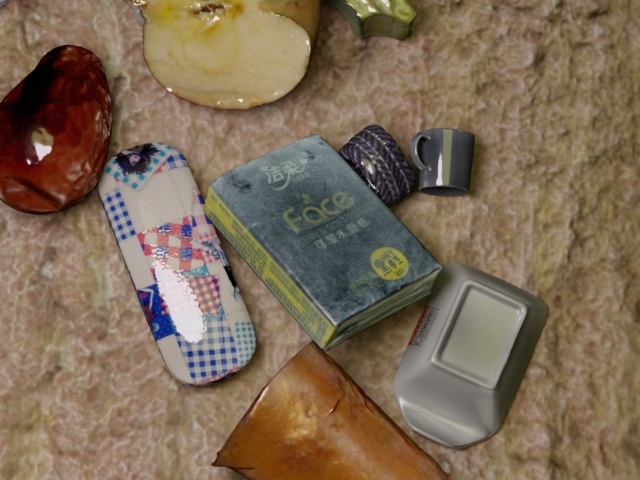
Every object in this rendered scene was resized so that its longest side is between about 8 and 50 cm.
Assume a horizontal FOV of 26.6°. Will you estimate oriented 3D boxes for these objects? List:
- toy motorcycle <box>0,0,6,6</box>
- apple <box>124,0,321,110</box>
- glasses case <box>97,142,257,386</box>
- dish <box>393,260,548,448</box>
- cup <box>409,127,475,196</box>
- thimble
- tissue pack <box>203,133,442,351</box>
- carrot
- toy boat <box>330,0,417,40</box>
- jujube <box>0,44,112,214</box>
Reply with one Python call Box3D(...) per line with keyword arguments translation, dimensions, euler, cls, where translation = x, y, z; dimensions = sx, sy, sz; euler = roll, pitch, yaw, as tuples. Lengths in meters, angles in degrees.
Box3D(translation=(-0.393, -0.384, 1.832), dimensions=(0.228, 0.074, 0.151), euler=(-40, 76, -20), cls="toy motorcycle")
Box3D(translation=(-0.123, -0.332, 1.763), dimensions=(0.251, 0.163, 0.293), euler=(-2, 119, 13), cls="apple")
Box3D(translation=(-0.186, 0.028, 1.739), dimensions=(0.125, 0.076, 0.328), euler=(-21, 78, -6), cls="glasses case")
Box3D(translation=(0.191, 0.149, 1.736), dimensions=(0.154, 0.064, 0.234), euler=(24, 77, 2), cls="dish")
Box3D(translation=(0.156, -0.104, 1.782), dimensions=(0.100, 0.078, 0.077), euler=(12, 77, -38), cls="cup")
Box3D(translation=(0.075, -0.096, 1.773), dimensions=(0.066, 0.095, 0.104), euler=(-37, 81, -12), cls="thimble")
Box3D(translation=(0.000, 0.000, 1.702), dimensions=(0.185, 0.081, 0.257), euler=(-26, 63, -33), cls="tissue pack")
Box3D(translation=(0.027, 0.271, 1.636), dimensions=(0.254, 0.196, 0.196), euler=(37, 77, 6), cls="carrot")
Box3D(translation=(0.021, -0.377, 1.831), dimensions=(0.084, 0.111, 0.276), euler=(-34, 81, -5), cls="toy boat")
Box3D(translation=(-0.346, -0.147, 1.737), dimensions=(0.168, 0.168, 0.236), euler=(8, 58, -1), cls="jujube")
